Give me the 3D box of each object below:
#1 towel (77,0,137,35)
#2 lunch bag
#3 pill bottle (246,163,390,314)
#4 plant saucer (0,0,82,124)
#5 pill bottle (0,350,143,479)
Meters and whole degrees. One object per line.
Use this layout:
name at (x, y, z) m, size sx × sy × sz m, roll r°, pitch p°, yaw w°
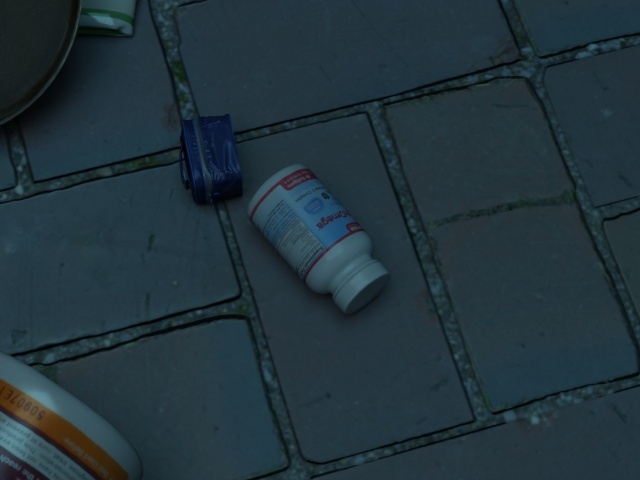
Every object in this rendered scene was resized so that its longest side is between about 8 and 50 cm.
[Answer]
towel at (-0.331, -0.392, 1.823) m, size 0.248 × 0.038 × 0.325 m, roll 2°, pitch 65°, yaw -2°
lunch bag at (-0.124, -0.086, 1.675) m, size 0.065 × 0.067 × 0.098 m, roll -10°, pitch 68°, yaw -6°
pill bottle at (0.000, 0.000, 1.630) m, size 0.087 × 0.087 × 0.160 m, roll -37°, pitch 73°, yaw -17°
plant saucer at (-0.403, -0.268, 1.701) m, size 0.311 × 0.050 × 0.310 m, roll -1°, pitch 86°, yaw 16°
pill bottle at (-0.361, 0.312, 1.402) m, size 0.224 × 0.224 × 0.392 m, roll 30°, pitch 67°, yaw 11°
